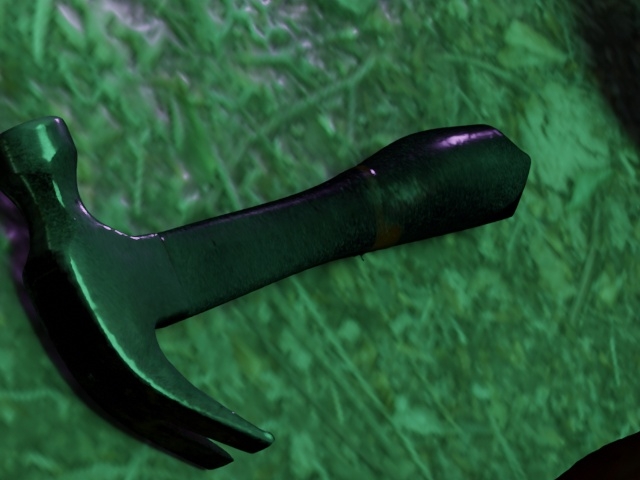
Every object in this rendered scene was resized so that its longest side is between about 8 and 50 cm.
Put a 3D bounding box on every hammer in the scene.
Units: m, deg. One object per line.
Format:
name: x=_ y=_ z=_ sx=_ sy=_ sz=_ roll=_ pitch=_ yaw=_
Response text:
hammer: x=0.000 y=0.000 z=0.793 sx=0.290 sy=0.037 sz=0.137 roll=-17 pitch=83 yaw=-50

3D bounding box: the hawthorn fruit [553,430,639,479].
hawthorn fruit: x=0.147 y=0.172 z=0.741 sx=0.224 sy=0.224 sz=0.261 roll=27 pitch=39 yaw=-36
